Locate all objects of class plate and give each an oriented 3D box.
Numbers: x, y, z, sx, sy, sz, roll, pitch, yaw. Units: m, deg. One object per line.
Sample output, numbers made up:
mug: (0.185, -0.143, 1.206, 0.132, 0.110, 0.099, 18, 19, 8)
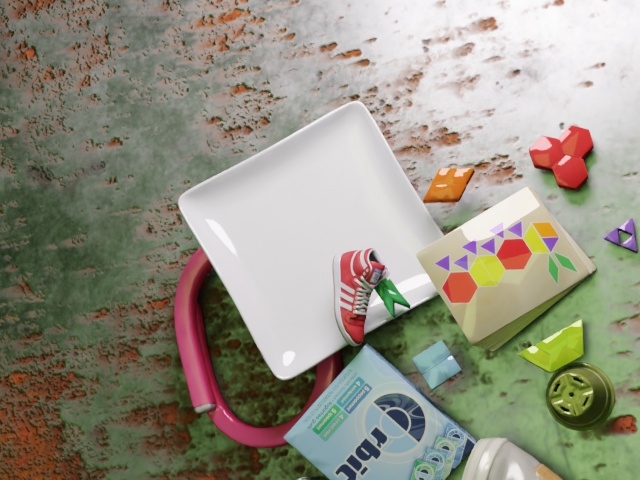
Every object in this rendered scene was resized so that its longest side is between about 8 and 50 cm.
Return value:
plate: (0.000, 0.000, 1.652, 0.278, 0.045, 0.277, -29, 79, -7)

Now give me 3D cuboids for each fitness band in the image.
fitness band: (-0.083, 0.127, 1.696, 0.209, 0.054, 0.290, -17, 78, 15)

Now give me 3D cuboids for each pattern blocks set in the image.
pattern blocks set: (0.230, 0.030, 1.593, 0.325, 0.026, 0.285, -23, 78, 3)

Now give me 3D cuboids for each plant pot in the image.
plant pot: (0.304, 0.186, 1.540, 0.083, 0.079, 0.083, -3, 82, 18)

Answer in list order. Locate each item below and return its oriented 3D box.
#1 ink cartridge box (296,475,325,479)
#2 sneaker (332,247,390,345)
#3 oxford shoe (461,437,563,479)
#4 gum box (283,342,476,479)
ink cartridge box: (-0.061, 0.413, 1.624, 0.212, 0.093, 0.154, -31, 73, 11)
sneaker: (0.053, 0.066, 1.578, 0.067, 0.042, 0.118, -18, 73, 35)
oxford shoe: (0.194, 0.457, 1.498, 0.130, 0.169, 0.449, 12, 81, 18)
gum box: (0.074, 0.247, 1.607, 0.184, 0.041, 0.157, 41, 96, 5)
